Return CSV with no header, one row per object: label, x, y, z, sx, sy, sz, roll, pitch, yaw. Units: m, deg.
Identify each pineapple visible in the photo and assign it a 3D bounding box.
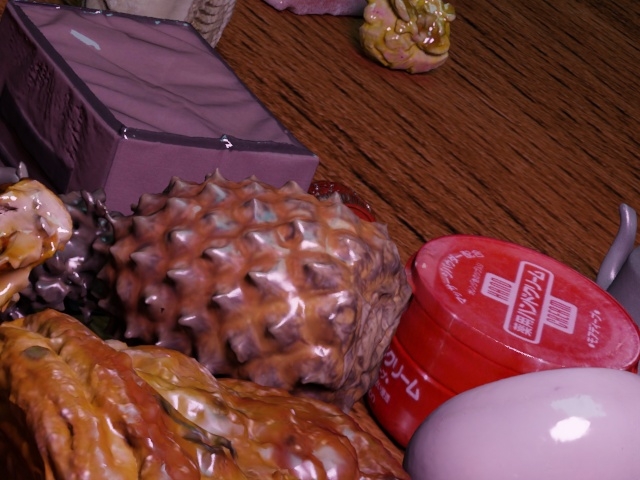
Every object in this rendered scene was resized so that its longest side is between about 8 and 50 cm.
pineapple,-0.122,0.014,1.365,0.361,0.175,0.175,19,22,22

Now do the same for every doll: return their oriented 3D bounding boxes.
doll,0.159,0.199,1.267,0.221,0.221,0.251,34,0,26

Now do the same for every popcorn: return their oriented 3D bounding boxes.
popcorn,0.094,-0.234,2.174,0.089,0.109,0.097,12,47,47

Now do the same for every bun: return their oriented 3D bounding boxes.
bun,-0.154,-0.231,1.861,0.118,0.195,0.195,29,25,12

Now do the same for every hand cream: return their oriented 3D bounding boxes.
hand cream,0.137,0.093,1.502,0.193,0.125,0.193,18,23,-8

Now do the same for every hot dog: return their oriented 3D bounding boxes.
hot dog,-0.066,0.174,1.109,0.267,0.174,0.387,15,23,-41

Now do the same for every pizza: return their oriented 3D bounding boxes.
pizza,-0.254,0.054,1.161,0.074,0.251,0.288,51,28,-12

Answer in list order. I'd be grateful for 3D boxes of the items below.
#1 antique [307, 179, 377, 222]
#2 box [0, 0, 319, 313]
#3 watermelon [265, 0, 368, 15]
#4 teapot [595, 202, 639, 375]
antique,0.000,0.000,1.617,0.104,0.104,0.104,18,25,-8
box,-0.151,-0.069,1.571,0.188,0.153,0.252,5,28,-33
watermelon,-0.019,-0.382,2.283,0.231,0.310,0.193,-34,50,-16
teapot,0.319,0.065,1.679,0.162,0.149,0.239,3,30,-38
